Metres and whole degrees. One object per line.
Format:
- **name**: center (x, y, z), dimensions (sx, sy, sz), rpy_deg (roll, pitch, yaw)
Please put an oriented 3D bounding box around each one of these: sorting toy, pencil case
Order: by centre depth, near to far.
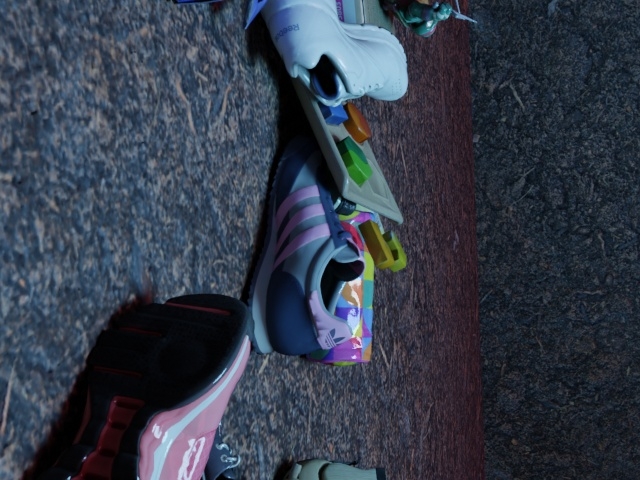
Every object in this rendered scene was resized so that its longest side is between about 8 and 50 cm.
- **sorting toy**: center (0.061, -0.095, 1.116), dimensions (0.229, 0.041, 0.307), rpy_deg (25, 39, -63)
- **pencil case**: center (0.030, 0.064, 1.173), dimensions (0.104, 0.104, 0.236), rpy_deg (26, 65, -70)

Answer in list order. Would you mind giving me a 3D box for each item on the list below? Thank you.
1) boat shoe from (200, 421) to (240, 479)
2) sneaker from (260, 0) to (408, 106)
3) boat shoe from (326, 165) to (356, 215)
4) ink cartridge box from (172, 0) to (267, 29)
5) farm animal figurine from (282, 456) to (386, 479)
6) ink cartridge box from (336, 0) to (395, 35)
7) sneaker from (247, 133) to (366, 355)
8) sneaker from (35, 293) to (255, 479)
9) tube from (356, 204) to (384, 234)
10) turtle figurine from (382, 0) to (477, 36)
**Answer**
- **boat shoe**: center (-0.101, 0.229, 0.791), dimensions (0.075, 0.065, 0.206), rpy_deg (38, 43, -63)
- **sneaker**: center (0.025, -0.229, 1.061), dimensions (0.297, 0.111, 0.129), rpy_deg (13, 62, -52)
- **boat shoe**: center (0.014, -0.086, 1.141), dimensions (0.042, 0.049, 0.133), rpy_deg (19, 35, -37)
- **ink cartridge box**: center (-0.072, -0.411, 0.775), dimensions (0.270, 0.151, 0.395), rpy_deg (-67, 150, -48)
- **farm animal figurine**: center (-0.002, 0.371, 0.966), dimensions (0.327, 0.172, 0.330), rpy_deg (-93, -169, -70)
- **ink cartridge box**: center (0.052, -0.361, 1.251), dimensions (0.193, 0.088, 0.234), rpy_deg (-49, 137, -61)
- **sneaker**: center (0.000, 0.000, 1.023), dimensions (0.112, 0.131, 0.319), rpy_deg (63, 30, -56)
- **sneaker**: center (-0.146, 0.177, 0.663), dimensions (0.136, 0.116, 0.314), rpy_deg (86, 23, -44)
- **tube**: center (0.042, -0.100, 1.283), dimensions (0.062, 0.070, 0.240), rpy_deg (-32, 124, -18)
- **turtle figurine**: center (0.147, -0.384, 1.221), dimensions (0.234, 0.118, 0.175), rpy_deg (48, 28, -41)
